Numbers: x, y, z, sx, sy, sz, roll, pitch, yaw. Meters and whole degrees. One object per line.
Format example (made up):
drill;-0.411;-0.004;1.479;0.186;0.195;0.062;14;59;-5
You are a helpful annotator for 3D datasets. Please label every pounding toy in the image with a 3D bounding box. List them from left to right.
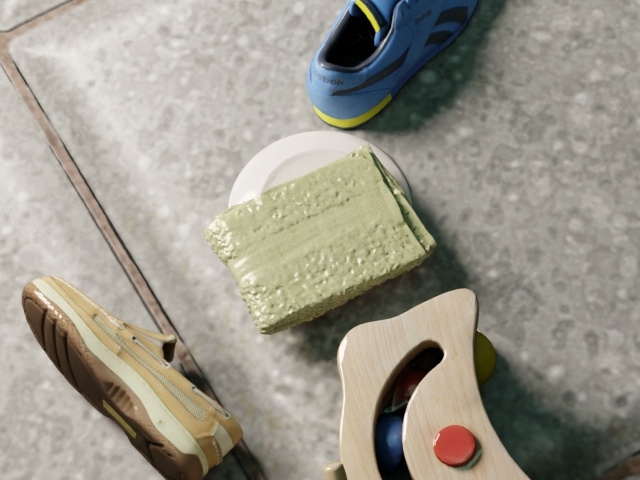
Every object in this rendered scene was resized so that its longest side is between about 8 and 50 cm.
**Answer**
pounding toy;0.086;0.154;1.029;0.154;0.155;0.269;-3;63;6

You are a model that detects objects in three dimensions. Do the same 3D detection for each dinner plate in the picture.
dinner plate;-0.001;-0.025;1.203;0.141;0.017;0.141;-1;65;3

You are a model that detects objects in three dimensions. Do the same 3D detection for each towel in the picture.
towel;0.000;0.000;1.165;0.148;0.027;0.110;-26;67;-11

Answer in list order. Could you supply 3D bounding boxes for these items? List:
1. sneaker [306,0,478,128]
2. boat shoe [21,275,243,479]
sneaker;0.065;-0.180;1.241;0.069;0.082;0.209;33;68;20
boat shoe;-0.132;0.089;1.131;0.072;0.068;0.190;-37;77;-28
